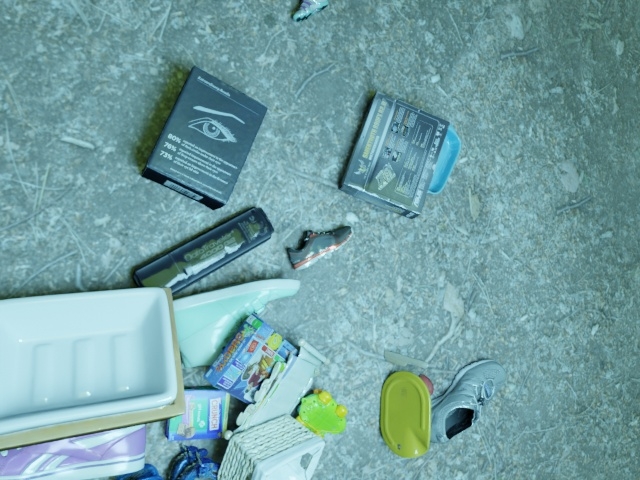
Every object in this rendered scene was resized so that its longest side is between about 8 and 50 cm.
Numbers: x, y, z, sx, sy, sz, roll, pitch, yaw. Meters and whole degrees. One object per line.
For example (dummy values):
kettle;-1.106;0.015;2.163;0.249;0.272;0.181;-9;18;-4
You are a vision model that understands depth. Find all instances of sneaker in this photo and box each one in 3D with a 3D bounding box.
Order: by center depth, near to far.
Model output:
sneaker;-0.433;0.308;0.795;0.282;0.102;0.161;3;82;-33
sneaker;-0.149;0.158;0.924;0.255;0.094;0.151;-13;89;-15
sneaker;0.000;0.000;1.021;0.158;0.061;0.065;-32;95;-23
sneaker;-0.035;-0.510;1.034;0.098;0.038;0.069;-41;104;-30
sneaker;0.348;0.386;1.138;0.281;0.115;0.105;-33;102;-22

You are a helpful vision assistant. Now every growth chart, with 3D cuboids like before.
growth chart;-0.077;0.298;0.948;0.237;0.021;0.172;-51;144;-16

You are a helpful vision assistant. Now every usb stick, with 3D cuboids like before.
usb stick;-0.217;0.025;0.926;0.278;0.045;0.077;-31;94;-22

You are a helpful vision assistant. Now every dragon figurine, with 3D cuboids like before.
dragon figurine;-0.318;0.440;0.841;0.289;0.085;0.144;4;84;-29

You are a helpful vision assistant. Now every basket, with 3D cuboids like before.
basket;-0.092;0.406;0.896;0.167;0.103;0.113;1;115;-52

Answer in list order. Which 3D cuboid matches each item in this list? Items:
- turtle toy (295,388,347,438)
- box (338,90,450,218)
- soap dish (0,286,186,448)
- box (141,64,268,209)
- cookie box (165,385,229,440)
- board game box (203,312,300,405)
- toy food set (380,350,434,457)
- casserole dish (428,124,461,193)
turtle toy;0.006;0.360;1.006;0.095;0.066;0.130;-45;110;0
box;0.164;-0.187;1.079;0.183;0.056;0.231;20;79;-6
soap dish;-0.371;0.194;0.757;0.290;0.118;0.229;-4;53;-22
box;-0.213;-0.183;0.899;0.153;0.108;0.207;27;77;-22
cookie box;-0.229;0.321;0.912;0.107;0.040;0.092;7;85;-25
board game box;-0.113;0.235;0.909;0.136;0.035;0.201;-52;144;-14
toy food set;0.203;0.359;1.077;0.071;0.128;0.218;13;78;-45
casserole dish;0.264;-0.196;1.162;0.114;0.037;0.188;32;75;-21
